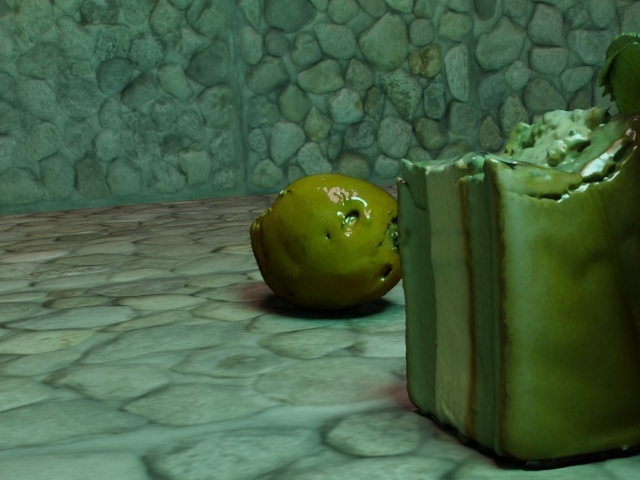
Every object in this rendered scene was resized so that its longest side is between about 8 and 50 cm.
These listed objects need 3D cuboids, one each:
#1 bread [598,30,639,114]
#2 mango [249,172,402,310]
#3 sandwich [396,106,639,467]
[{"bbox_3d":[0.274,-0.010,0.564,0.045,0.301,0.301,-42,7,2],"label":"bread"},{"bbox_3d":[0.000,0.000,1.041,0.151,0.156,0.248,-44,20,-15],"label":"mango"},{"bbox_3d":[0.180,0.014,0.626,0.227,0.198,0.155,-7,8,-19],"label":"sandwich"}]
